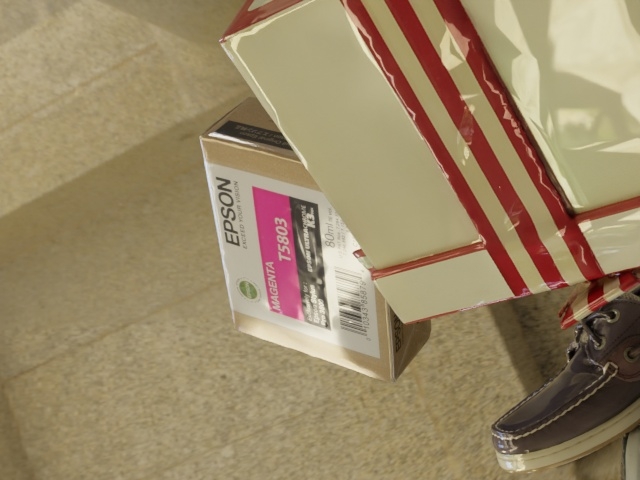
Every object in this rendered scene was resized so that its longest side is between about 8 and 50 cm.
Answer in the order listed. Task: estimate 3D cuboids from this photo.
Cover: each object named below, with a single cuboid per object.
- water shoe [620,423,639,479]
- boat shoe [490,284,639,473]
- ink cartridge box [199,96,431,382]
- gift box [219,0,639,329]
[{"bbox_3d":[0.248,0.207,0.667,0.080,0.073,0.203,-1,-137,15],"label":"water shoe"},{"bbox_3d":[0.243,0.074,0.768,0.285,0.103,0.092,-32,-84,-5],"label":"boat shoe"},{"bbox_3d":[0.000,0.000,0.933,0.193,0.088,0.235,14,-50,28],"label":"ink cartridge box"},{"bbox_3d":[0.111,-0.111,0.628,0.276,0.255,0.258,-16,-58,37],"label":"gift box"}]
